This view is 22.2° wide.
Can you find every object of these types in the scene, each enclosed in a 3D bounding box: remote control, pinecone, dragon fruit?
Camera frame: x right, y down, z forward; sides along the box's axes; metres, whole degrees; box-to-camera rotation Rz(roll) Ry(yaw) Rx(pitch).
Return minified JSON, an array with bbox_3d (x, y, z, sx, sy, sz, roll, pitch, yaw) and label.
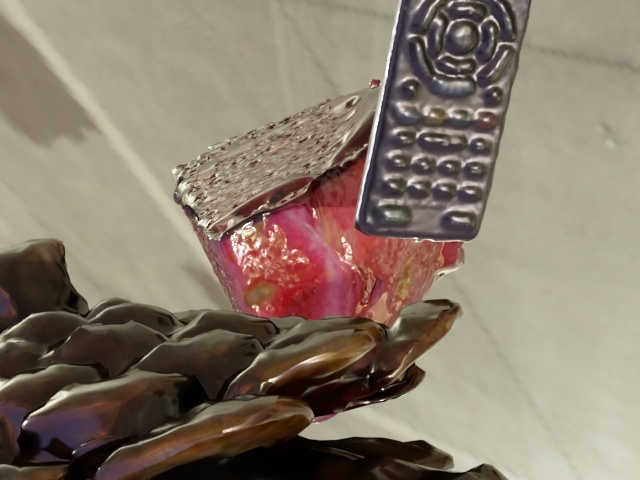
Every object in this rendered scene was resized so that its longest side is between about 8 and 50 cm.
[{"bbox_3d":[0.062,-0.114,0.680,0.063,0.245,0.025,6,-162,-19],"label":"remote control"},{"bbox_3d":[-0.042,0.130,0.396,0.224,0.224,0.272,145,112,-72],"label":"pinecone"},{"bbox_3d":[0.000,0.000,0.896,0.163,0.189,0.262,0,-168,-13],"label":"dragon fruit"}]
